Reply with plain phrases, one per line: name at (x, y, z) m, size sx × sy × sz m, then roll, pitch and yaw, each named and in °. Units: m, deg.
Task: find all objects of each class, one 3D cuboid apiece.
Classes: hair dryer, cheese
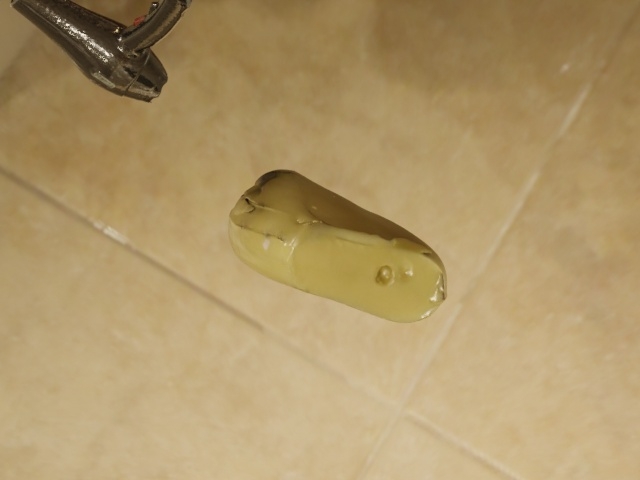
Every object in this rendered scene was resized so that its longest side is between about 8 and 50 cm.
hair dryer at (-0.246, -0.302, 1.577) m, size 0.235 × 0.272 × 0.091 m, roll 35°, pitch 45°, yaw -28°
cheese at (0.000, 0.000, 1.521) m, size 0.260 × 0.316 × 0.128 m, roll 23°, pitch 99°, yaw -27°
